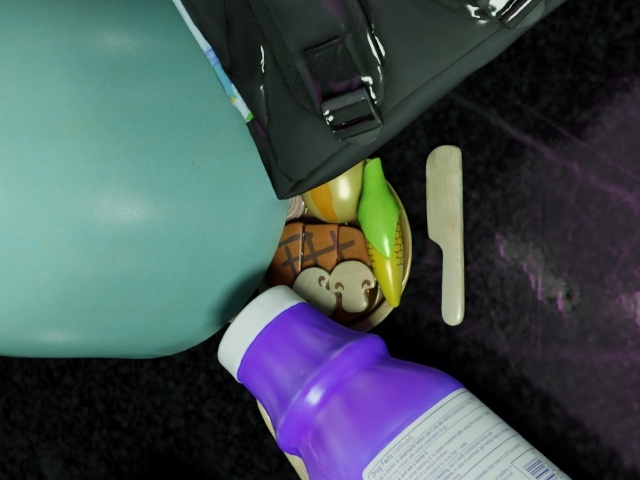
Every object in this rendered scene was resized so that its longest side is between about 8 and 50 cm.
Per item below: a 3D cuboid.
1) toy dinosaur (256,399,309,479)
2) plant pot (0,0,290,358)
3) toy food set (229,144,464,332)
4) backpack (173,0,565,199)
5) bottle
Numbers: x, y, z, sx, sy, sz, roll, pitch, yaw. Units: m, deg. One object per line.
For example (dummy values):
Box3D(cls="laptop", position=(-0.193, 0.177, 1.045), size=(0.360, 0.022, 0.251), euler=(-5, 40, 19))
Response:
Box3D(cls="toy dinosaur", position=(0.013, 0.179, 1.132), size=(0.183, 0.053, 0.093), euler=(37, 95, 15))
Box3D(cls="plant pot", position=(-0.201, -0.059, 1.105), size=(0.293, 0.235, 0.293), euler=(2, 94, 36))
Box3D(cls="toy food set", position=(0.000, 0.000, 1.125), size=(0.192, 0.038, 0.132), euler=(-3, 92, 30))
Box3D(cls="backpack", position=(-0.004, -0.258, 1.010), size=(0.290, 0.273, 0.355), euler=(-39, 96, 28))
Box3D(cls="bottle", position=(0.056, 0.139, 1.055), size=(0.283, 0.118, 0.092), euler=(40, 143, 21))
